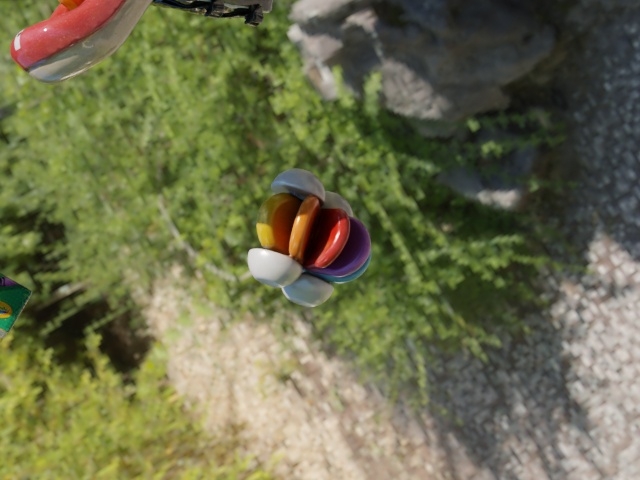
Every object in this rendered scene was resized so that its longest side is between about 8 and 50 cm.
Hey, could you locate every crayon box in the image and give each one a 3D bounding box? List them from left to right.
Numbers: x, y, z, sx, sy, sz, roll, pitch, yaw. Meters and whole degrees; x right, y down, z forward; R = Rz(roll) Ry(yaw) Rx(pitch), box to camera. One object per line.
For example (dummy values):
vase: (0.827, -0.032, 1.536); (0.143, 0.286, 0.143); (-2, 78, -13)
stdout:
crayon box: (-0.585, 0.103, 2.087); (0.165, 0.081, 0.278); (31, 158, -11)

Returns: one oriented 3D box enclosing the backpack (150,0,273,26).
backpack: (-0.200, -0.396, 1.677); (0.253, 0.225, 0.191); (13, 101, 30)

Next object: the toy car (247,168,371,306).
toy car: (0.000, 0.000, 1.680); (0.136, 0.159, 0.182); (6, 162, 35)

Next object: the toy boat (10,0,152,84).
toy boat: (-0.288, -0.295, 1.465); (0.151, 0.231, 0.151); (43, 146, -25)
